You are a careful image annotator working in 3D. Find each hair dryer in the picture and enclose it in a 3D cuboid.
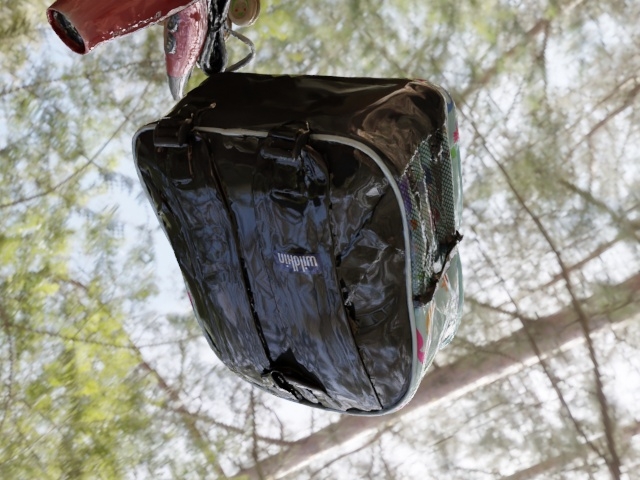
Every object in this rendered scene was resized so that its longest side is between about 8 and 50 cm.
[{"bbox_3d":[-0.089,-0.180,0.663,0.080,0.224,0.293,34,-155,15],"label":"hair dryer"}]

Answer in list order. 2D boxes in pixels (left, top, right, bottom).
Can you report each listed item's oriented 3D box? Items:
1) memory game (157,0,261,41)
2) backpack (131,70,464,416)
[{"bbox_3d":[-0.113,-0.287,0.882,0.012,0.186,0.186,-5,-114,-55],"label":"memory game"},{"bbox_3d":[0.000,0.000,0.663,0.191,0.225,0.254,-43,-48,-47],"label":"backpack"}]
